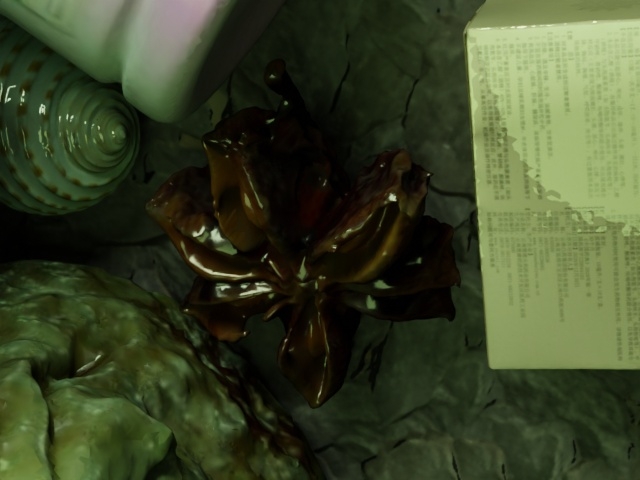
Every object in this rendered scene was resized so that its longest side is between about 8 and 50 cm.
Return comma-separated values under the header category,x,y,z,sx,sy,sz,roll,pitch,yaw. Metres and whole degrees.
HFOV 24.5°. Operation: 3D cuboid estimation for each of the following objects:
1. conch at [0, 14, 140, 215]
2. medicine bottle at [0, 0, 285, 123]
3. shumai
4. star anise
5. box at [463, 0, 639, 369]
category,x,y,z,sx,sy,sz,roll,pitch,yaw
conch,-0.189,-0.085,0.949,0.153,0.102,0.135,10,96,12
medicine bottle,-0.156,-0.236,0.825,0.325,0.212,0.212,35,114,2
shumai,-0.162,0.203,0.873,0.395,0.348,0.395,0,90,-6
star anise,0.000,0.000,0.912,0.190,0.126,0.220,44,137,-4
box,0.178,-0.036,0.869,0.168,0.095,0.212,0,109,16
